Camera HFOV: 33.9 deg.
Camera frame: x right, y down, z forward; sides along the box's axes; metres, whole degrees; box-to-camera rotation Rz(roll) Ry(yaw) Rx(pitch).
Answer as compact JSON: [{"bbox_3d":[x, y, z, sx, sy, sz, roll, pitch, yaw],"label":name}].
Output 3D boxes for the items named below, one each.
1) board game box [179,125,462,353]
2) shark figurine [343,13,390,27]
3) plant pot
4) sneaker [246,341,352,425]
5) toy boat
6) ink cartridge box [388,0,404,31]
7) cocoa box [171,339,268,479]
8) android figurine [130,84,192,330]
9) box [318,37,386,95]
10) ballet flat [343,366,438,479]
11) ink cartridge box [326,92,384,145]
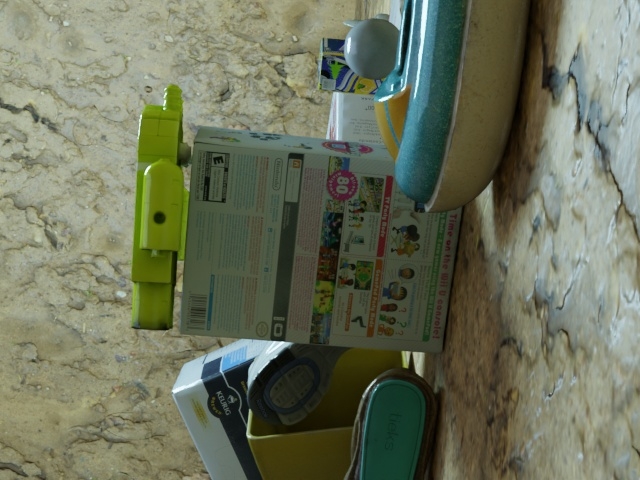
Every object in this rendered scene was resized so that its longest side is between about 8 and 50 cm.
[{"bbox_3d":[0.000,0.000,1.202,0.097,0.303,0.224,-99,16,-74],"label":"board game box"},{"bbox_3d":[0.098,-0.412,2.083,0.278,0.116,0.166,-100,17,-73],"label":"shark figurine"},{"bbox_3d":[0.025,0.275,1.422,0.212,0.212,0.187,-91,-7,-67],"label":"plant pot"},{"bbox_3d":[0.012,0.102,1.352,0.111,0.297,0.129,53,174,-19],"label":"sneaker"},{"bbox_3d":[0.103,-0.172,1.034,0.318,0.148,0.267,-96,11,-75],"label":"toy boat"},{"bbox_3d":[0.135,-0.302,1.511,0.198,0.067,0.115,-85,2,-54],"label":"ink cartridge box"},{"bbox_3d":[-0.091,0.358,1.924,0.231,0.228,0.347,-111,-3,-83],"label":"cocoa box"},{"bbox_3d":[-0.177,-0.035,1.179,0.248,0.056,0.272,136,138,-82],"label":"android figurine"},{"bbox_3d":[0.082,-0.219,1.348,0.059,0.169,0.054,-90,5,-59],"label":"box"},{"bbox_3d":[0.066,0.315,1.229,0.124,0.116,0.342,17,-96,-79],"label":"ballet flat"},{"bbox_3d":[0.075,-0.110,1.728,0.309,0.130,0.271,100,173,-65],"label":"ink cartridge box"}]
